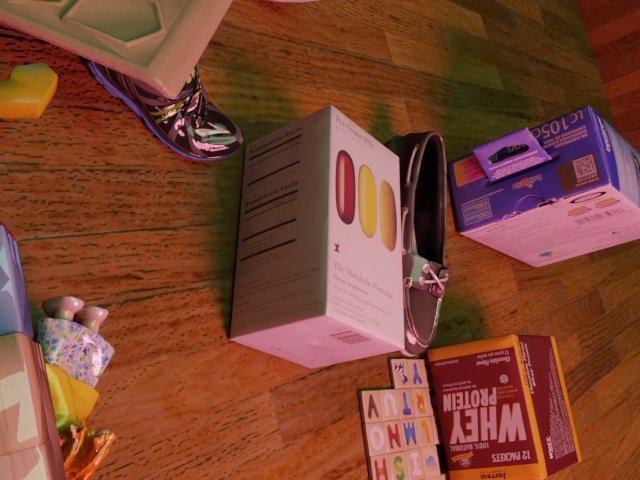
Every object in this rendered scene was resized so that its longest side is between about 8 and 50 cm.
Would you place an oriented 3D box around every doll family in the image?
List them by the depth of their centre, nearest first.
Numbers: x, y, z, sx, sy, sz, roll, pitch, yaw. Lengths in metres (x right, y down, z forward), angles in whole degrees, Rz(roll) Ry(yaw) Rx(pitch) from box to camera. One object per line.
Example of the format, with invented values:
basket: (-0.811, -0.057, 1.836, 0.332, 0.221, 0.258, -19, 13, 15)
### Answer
doll family: (-0.224, 0.105, 0.456, 0.263, 0.118, 0.163, 31, 52, -42)

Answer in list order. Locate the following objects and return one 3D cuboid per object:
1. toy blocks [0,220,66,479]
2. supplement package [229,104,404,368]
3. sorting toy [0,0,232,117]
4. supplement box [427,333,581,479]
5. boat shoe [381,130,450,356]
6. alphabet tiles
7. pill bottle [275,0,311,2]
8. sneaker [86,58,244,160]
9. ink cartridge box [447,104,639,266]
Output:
toy blocks: (-0.269, 0.085, 0.296, 0.382, 0.191, 0.260, -10, 82, -18)
supplement package: (0.000, 0.000, 0.786, 0.139, 0.134, 0.244, 28, 53, -44)
sorting toy: (-0.211, -0.213, 0.611, 0.229, 0.041, 0.307, 25, 50, -10)
supplement box: (0.270, 0.241, 1.026, 0.194, 0.129, 0.191, 12, 65, -55)
boat shoe: (0.138, -0.008, 1.004, 0.112, 0.096, 0.335, 23, 57, -46)
alphabet tiles: (0.130, 0.258, 0.949, 0.237, 0.009, 0.198, 12, 65, -50)
pill bottle: (-0.037, -0.530, 0.901, 0.224, 0.224, 0.391, 17, 62, -48)
sneaker: (-0.145, -0.146, 0.709, 0.188, 0.078, 0.067, 41, 46, -35)
ink cartridge box: (0.412, -0.086, 1.252, 0.396, 0.270, 0.151, 16, 61, -49)
